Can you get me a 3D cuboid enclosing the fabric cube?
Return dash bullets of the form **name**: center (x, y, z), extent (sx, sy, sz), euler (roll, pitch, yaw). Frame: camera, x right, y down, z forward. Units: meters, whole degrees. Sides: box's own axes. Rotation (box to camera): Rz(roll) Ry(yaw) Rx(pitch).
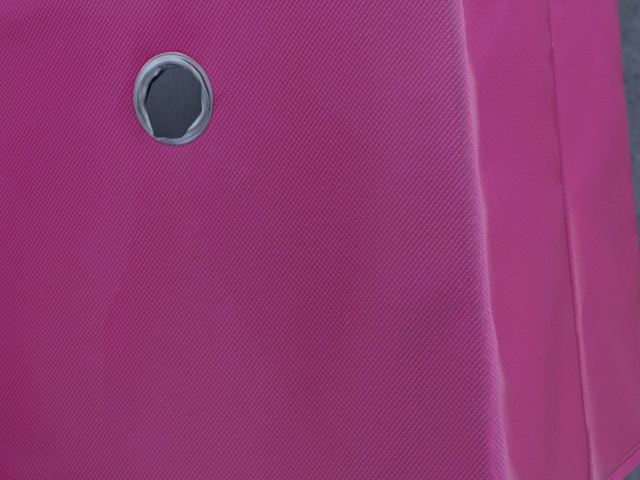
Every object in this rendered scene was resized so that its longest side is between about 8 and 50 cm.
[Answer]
- **fabric cube**: center (0.000, 0.000, 0.685), extent (0.254, 0.258, 0.259), euler (-3, -176, 26)
